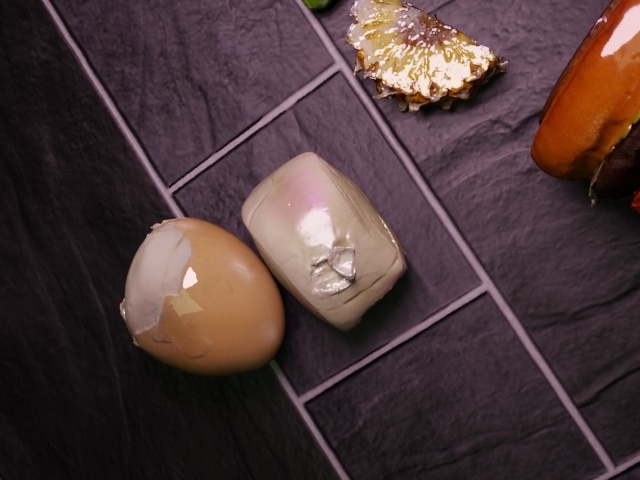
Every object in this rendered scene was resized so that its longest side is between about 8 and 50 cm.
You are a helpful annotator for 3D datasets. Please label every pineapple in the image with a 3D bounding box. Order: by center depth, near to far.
[{"bbox_3d":[0.122,-0.234,1.010,0.233,0.079,0.135,31,92,17],"label":"pineapple"}]

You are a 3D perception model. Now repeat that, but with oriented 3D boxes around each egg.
[{"bbox_3d":[-0.159,0.085,1.039,0.244,0.201,0.201,34,101,-3],"label":"egg"}]

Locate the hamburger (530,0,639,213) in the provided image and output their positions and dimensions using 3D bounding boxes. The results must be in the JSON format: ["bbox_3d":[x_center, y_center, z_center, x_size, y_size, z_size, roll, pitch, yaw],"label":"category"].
[{"bbox_3d":[0.411,-0.160,0.810,0.250,0.330,0.330,38,102,14],"label":"hamburger"}]

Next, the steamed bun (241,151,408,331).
[{"bbox_3d":[0.000,0.000,1.010,0.170,0.152,0.238,-41,86,7],"label":"steamed bun"}]

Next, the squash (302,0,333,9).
[{"bbox_3d":[0.007,-0.464,1.023,0.082,0.082,0.292,4,94,15],"label":"squash"}]
